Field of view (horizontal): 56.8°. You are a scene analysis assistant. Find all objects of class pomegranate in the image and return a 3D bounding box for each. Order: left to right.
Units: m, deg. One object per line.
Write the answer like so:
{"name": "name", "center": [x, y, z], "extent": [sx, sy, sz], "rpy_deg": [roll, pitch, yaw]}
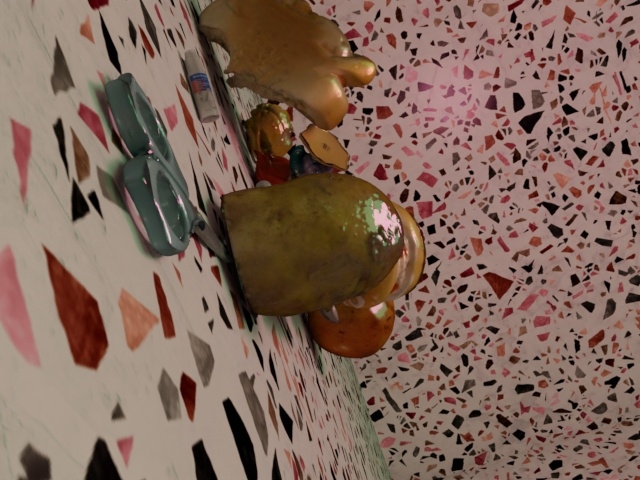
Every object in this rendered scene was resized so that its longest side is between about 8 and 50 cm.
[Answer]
{"name": "pomegranate", "center": [0.079, 0.197, 1.644], "extent": [0.264, 0.265, 0.264], "rpy_deg": [-18, 90, -88]}

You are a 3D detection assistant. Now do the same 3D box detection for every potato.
{"name": "potato", "center": [0.000, 0.000, 0.915], "extent": [0.229, 0.266, 0.229], "rpy_deg": [164, -90, -83]}

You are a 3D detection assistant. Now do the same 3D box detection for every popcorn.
{"name": "popcorn", "center": [-0.145, -0.300, 1.659], "extent": [0.148, 0.152, 0.167], "rpy_deg": [-17, 117, -55]}

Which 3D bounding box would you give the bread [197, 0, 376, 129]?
{"name": "bread", "center": [-0.090, -0.453, 1.419], "extent": [0.424, 0.245, 0.329], "rpy_deg": [41, 23, 10]}

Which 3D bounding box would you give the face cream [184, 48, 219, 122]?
{"name": "face cream", "center": [-0.207, -0.267, 1.014], "extent": [0.034, 0.034, 0.130], "rpy_deg": [59, 13, -81]}

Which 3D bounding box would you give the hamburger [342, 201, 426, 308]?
{"name": "hamburger", "center": [0.087, 0.028, 1.445], "extent": [0.303, 0.187, 0.260], "rpy_deg": [30, -58, 44]}

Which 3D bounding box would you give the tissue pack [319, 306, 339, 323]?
{"name": "tissue pack", "center": [-0.009, 0.045, 1.158], "extent": [0.305, 0.239, 0.238], "rpy_deg": [70, 2, -75]}

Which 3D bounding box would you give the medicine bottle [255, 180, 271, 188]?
{"name": "medicine bottle", "center": [-0.133, -0.107, 1.412], "extent": [0.083, 0.047, 0.047], "rpy_deg": [-104, 175, -56]}

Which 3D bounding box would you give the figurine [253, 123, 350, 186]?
{"name": "figurine", "center": [-0.068, -0.167, 1.544], "extent": [0.208, 0.257, 0.180], "rpy_deg": [12, 42, -42]}

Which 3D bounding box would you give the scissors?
{"name": "scissors", "center": [-0.145, -0.034, 0.669], "extent": [0.360, 0.030, 0.191], "rpy_deg": [66, 5, -69]}
